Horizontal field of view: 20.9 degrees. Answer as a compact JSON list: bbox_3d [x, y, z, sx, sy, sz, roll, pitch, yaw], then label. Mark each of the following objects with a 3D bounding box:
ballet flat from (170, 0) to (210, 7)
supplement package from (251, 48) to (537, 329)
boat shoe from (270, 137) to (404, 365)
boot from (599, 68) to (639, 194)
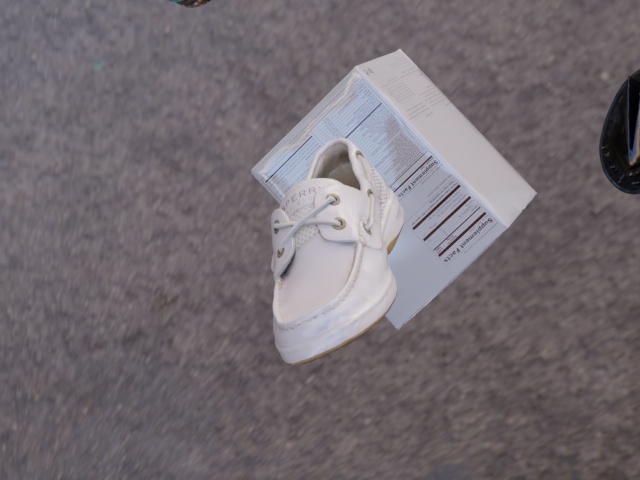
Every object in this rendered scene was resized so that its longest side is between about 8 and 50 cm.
[{"bbox_3d":[-0.085,-0.256,1.120,0.067,0.073,0.206,-25,121,-38],"label":"ballet flat"},{"bbox_3d":[0.075,-0.055,1.665,0.149,0.194,0.203,-44,87,19],"label":"supplement package"},{"bbox_3d":[0.000,0.000,1.317,0.098,0.277,0.096,-22,109,14],"label":"boat shoe"},{"bbox_3d":[0.312,-0.105,1.098,0.207,0.246,0.094,14,38,-46],"label":"boot"}]
